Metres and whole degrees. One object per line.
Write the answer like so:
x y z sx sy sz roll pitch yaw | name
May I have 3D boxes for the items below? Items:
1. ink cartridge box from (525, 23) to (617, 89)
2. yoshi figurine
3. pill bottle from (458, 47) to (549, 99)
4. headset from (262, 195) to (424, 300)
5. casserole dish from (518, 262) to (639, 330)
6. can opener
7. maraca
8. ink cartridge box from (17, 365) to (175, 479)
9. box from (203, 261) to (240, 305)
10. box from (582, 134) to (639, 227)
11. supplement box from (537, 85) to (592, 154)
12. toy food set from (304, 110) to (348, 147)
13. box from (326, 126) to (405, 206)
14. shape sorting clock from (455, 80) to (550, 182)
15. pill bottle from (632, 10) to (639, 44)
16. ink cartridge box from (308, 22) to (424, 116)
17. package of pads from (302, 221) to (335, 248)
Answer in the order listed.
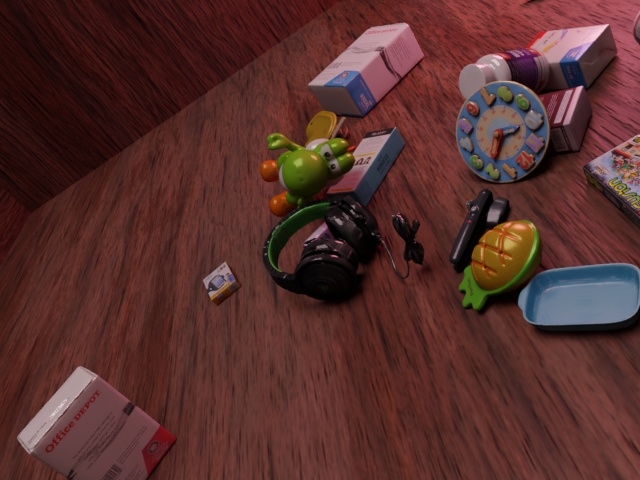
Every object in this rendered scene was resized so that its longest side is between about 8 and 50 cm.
0.548 -0.425 1.387 0.134 0.078 0.231 -47 32 -15 | ink cartridge box
-0.060 -0.163 1.475 0.362 0.203 0.203 -17 47 62 | yoshi figurine
0.405 -0.363 1.313 0.193 0.108 0.108 -18 21 -28 | pill bottle
0.036 -0.003 1.248 0.394 0.185 0.243 9 53 37 | headset
0.399 0.091 0.897 0.188 0.037 0.114 -10 41 39 | casserole dish
0.294 -0.024 1.134 0.073 0.059 0.186 7 52 49 | can opener
0.302 0.042 1.009 0.186 0.099 0.127 -51 19 32 | maraca
-0.434 0.388 1.162 0.100 0.237 0.172 5 51 49 | ink cartridge box
-0.265 0.109 1.565 0.081 0.028 0.136 -40 33 -3 | box
0.546 -0.096 0.993 0.114 0.036 0.207 -31 31 11 | box
0.436 -0.241 1.262 0.239 0.073 0.130 -2 45 44 | supplement box
0.027 -0.321 1.808 0.128 0.071 0.218 -63 29 5 | toy food set
0.120 -0.187 1.529 0.100 0.060 0.244 0 47 46 | box
0.366 -0.220 1.205 0.206 0.206 0.040 -4 13 43 | shape sorting clock
0.707 -0.404 1.167 0.108 0.108 0.180 -26 33 19 | pill bottle
0.147 -0.552 1.917 0.307 0.129 0.223 -46 31 -13 | ink cartridge box
0.000 0.000 1.414 0.083 0.050 0.032 -46 32 -14 | package of pads
